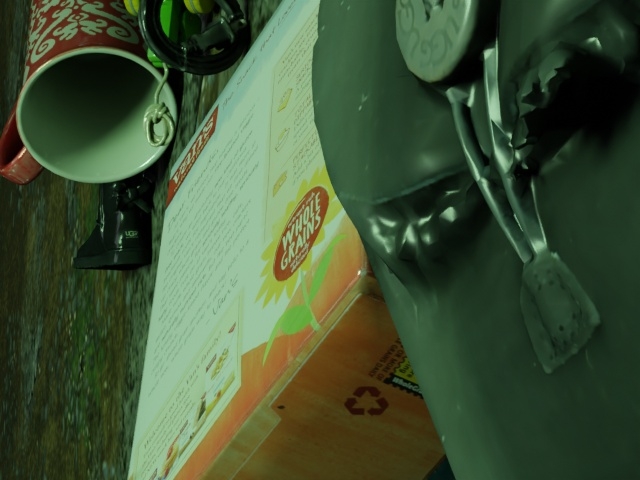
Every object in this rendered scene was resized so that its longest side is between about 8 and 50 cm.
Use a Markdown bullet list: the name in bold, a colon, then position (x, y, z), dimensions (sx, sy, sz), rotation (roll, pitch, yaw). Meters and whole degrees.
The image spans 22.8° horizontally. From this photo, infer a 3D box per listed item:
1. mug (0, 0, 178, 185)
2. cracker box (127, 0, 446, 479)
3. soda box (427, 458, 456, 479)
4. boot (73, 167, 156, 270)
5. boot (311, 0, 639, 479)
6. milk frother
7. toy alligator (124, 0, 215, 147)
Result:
- **mug**: position (-0.188, -0.130, 1.194), dimensions (0.169, 0.150, 0.113), rotation (-104, -5, -53)
- **cracker box**: position (0.000, 0.000, 0.564), dimensions (0.156, 0.067, 0.232), rotation (-53, 22, 33)
- **soda box**: position (0.012, 0.139, 0.645), dimensions (0.058, 0.063, 0.183), rotation (-130, 46, -66)
- **boot**: position (-0.162, -0.027, 1.247), dimensions (0.121, 0.045, 0.099), rotation (168, 102, -64)
- **boot**: position (0.112, -0.167, 0.290), dimensions (0.445, 0.146, 0.367), rotation (120, 150, -63)
- **milk frother**: position (-0.060, -0.175, 0.899), dimensions (0.143, 0.129, 0.135), rotation (52, 169, -14)
- **toy alligator**: position (-0.095, -0.155, 1.055), dimensions (0.051, 0.056, 0.190), rotation (0, -88, -66)
